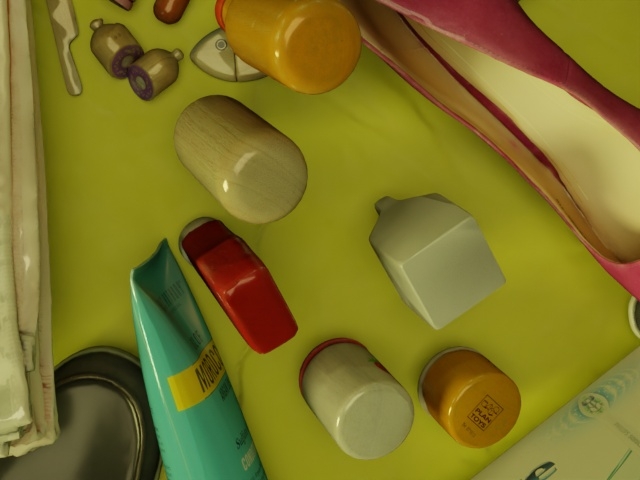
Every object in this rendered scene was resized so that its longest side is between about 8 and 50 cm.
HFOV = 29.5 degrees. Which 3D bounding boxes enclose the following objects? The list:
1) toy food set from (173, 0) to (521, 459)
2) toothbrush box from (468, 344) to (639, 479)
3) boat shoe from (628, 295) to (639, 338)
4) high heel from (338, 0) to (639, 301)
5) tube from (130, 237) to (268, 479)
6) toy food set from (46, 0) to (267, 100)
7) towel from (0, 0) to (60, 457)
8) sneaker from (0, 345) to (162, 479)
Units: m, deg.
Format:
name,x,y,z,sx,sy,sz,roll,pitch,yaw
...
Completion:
name,x,y,z,sx,sy,sz,roll,pitch,yaw
toy food set,0.000,0.000,0.559,0.111,0.104,0.232,-35,118,-7
toothbrush box,0.141,0.180,0.458,0.216,0.295,0.126,-38,105,0
boat shoe,0.214,0.030,0.588,0.125,0.038,0.046,-4,95,-3
high heel,0.099,-0.038,0.533,0.117,0.082,0.244,-30,91,-39
tube,-0.051,0.104,0.563,0.052,0.080,0.207,-16,98,0
toy food set,-0.067,-0.109,0.574,0.122,0.019,0.077,-13,94,-3
towel,-0.288,-0.049,0.517,0.332,0.053,0.316,-6,81,-7
sneaker,-0.137,0.154,0.534,0.083,0.118,0.222,29,91,-4
